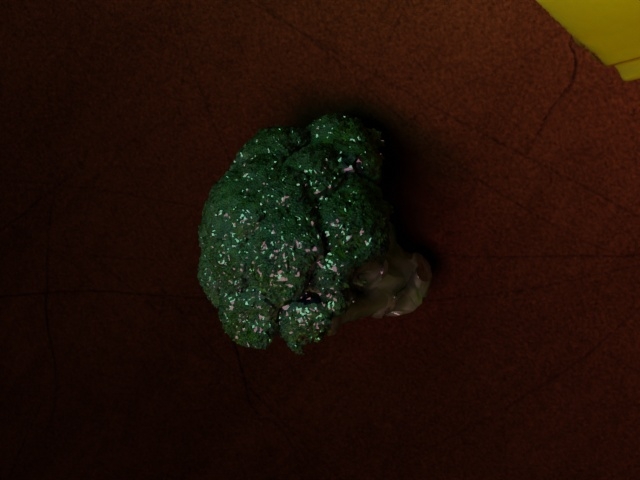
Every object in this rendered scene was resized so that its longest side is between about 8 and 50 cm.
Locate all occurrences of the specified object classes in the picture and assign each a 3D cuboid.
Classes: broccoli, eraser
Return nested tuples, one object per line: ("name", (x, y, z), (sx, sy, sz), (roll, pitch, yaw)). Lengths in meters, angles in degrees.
("broccoli", (0.000, 0.000, 1.940), (0.270, 0.270, 0.270), (23, 139, -31))
("eraser", (0.320, -0.224, 1.641), (0.158, 0.069, 0.226), (37, 150, -30))
